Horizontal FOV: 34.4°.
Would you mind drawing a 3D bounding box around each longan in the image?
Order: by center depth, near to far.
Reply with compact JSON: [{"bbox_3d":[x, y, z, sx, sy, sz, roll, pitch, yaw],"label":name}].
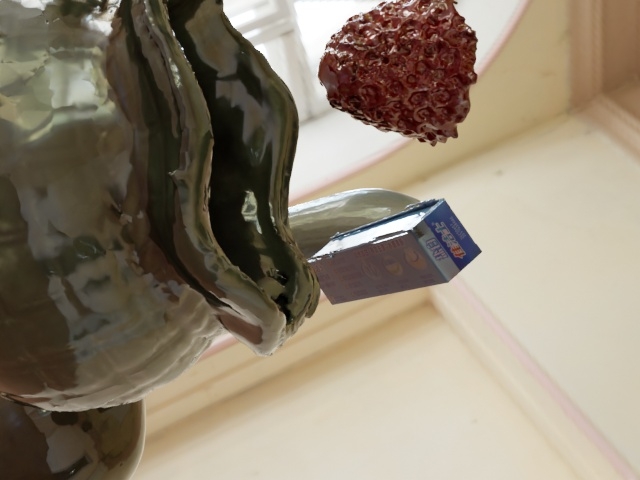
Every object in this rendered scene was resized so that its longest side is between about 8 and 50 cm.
[{"bbox_3d":[-0.284,0.203,1.108,0.196,0.220,0.196,47,2,-2],"label":"longan"}]

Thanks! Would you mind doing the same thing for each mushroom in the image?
[{"bbox_3d":[0.000,0.000,1.418,0.122,0.329,0.159,-94,-174,-45],"label":"mushroom"}]

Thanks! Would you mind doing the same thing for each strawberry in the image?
[{"bbox_3d":[0.092,-0.235,1.387,0.234,0.178,0.233,31,-55,57],"label":"strawberry"}]

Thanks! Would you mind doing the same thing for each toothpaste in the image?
[{"bbox_3d":[0.062,0.016,1.042,0.066,0.053,0.272,52,-22,-7],"label":"toothpaste"}]

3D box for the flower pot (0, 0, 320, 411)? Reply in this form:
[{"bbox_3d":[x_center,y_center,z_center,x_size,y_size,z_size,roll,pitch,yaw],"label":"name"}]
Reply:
[{"bbox_3d":[-0.132,-0.050,0.662,0.302,0.213,0.301,-11,90,-80],"label":"flower pot"}]
